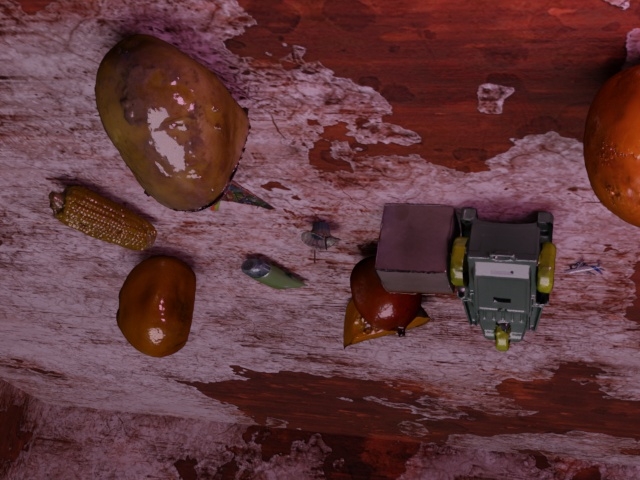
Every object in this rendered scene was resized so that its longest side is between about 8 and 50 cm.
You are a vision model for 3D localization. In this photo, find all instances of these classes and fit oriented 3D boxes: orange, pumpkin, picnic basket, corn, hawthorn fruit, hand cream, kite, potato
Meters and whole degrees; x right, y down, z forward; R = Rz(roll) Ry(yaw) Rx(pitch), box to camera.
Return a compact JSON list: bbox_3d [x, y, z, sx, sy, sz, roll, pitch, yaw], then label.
[{"bbox_3d":[0.482,-0.132,1.269,0.239,0.240,0.240,8,156,4],"label":"orange"},{"bbox_3d":[0.167,0.180,2.278,0.163,0.111,0.278,1,158,-19],"label":"pumpkin"},{"bbox_3d":[0.000,0.000,1.943,0.083,0.083,0.065,17,150,-22],"label":"picnic basket"},{"bbox_3d":[-0.403,0.153,2.258,0.183,0.249,0.249,9,157,-12],"label":"orange"},{"bbox_3d":[-0.474,-0.046,2.011,0.261,0.097,0.097,28,151,-37],"label":"corn"},{"bbox_3d":[0.148,0.120,2.021,0.169,0.188,0.169,-9,167,-2],"label":"hawthorn fruit"},{"bbox_3d":[-0.118,0.086,2.229,0.095,0.046,0.175,-10,156,36],"label":"hand cream"},{"bbox_3d":[-0.206,-0.094,1.899,0.241,0.014,0.183,11,157,-6],"label":"kite"},{"bbox_3d":[-0.247,-0.204,1.454,0.229,0.229,0.266,-2,149,26],"label":"potato"}]

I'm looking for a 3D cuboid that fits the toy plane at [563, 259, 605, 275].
[{"bbox_3d":[0.551,0.059,1.927,0.084,0.024,0.078,0,155,37],"label":"toy plane"}]

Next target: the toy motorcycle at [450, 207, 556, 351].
[{"bbox_3d":[0.369,0.069,1.839,0.191,0.200,0.326,4,144,14],"label":"toy motorcycle"}]

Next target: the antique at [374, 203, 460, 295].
[{"bbox_3d":[0.198,0.024,1.835,0.146,0.152,0.148,3,157,17],"label":"antique"}]
